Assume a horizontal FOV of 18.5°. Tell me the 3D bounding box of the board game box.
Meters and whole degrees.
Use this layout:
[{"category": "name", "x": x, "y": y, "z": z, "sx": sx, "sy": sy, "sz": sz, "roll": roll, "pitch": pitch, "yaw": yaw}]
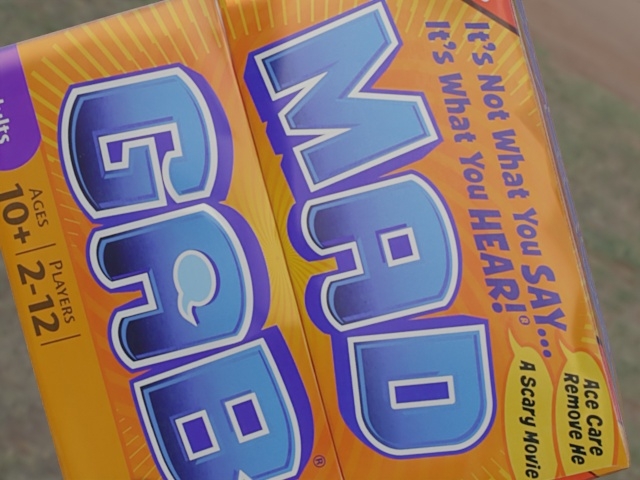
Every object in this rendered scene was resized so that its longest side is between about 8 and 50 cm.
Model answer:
[{"category": "board game box", "x": 0.000, "y": 0.000, "z": 1.396, "sx": 0.356, "sy": 0.356, "sz": 0.356, "roll": -14, "pitch": 3, "yaw": 8}]
